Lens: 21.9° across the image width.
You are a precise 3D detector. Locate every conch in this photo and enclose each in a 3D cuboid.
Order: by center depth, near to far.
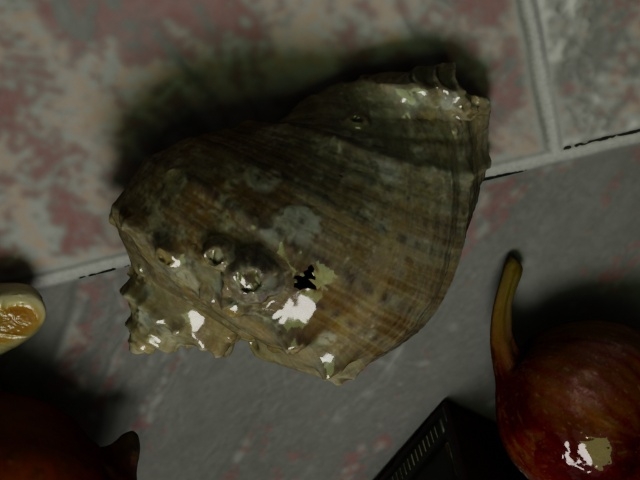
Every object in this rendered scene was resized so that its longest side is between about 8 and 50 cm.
[{"bbox_3d":[0.002,0.014,1.375,0.352,0.210,0.297,-26,139,15],"label":"conch"}]

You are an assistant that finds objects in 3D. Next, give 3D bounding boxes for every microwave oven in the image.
[{"bbox_3d":[0.158,0.313,1.573,0.188,0.247,0.178,29,116,-24],"label":"microwave oven"}]

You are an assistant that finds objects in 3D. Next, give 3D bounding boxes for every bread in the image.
[{"bbox_3d":[-0.341,0.083,1.475,0.214,0.053,0.073,-17,123,11],"label":"bread"}]

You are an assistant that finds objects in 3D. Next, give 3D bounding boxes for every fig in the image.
[{"bbox_3d":[0.218,0.139,1.515,0.207,0.175,0.175,29,119,-7],"label":"fig"}]

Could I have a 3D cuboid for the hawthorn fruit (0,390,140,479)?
[{"bbox_3d":[-0.321,0.273,1.473,0.311,0.295,0.295,5,126,2],"label":"hawthorn fruit"}]
